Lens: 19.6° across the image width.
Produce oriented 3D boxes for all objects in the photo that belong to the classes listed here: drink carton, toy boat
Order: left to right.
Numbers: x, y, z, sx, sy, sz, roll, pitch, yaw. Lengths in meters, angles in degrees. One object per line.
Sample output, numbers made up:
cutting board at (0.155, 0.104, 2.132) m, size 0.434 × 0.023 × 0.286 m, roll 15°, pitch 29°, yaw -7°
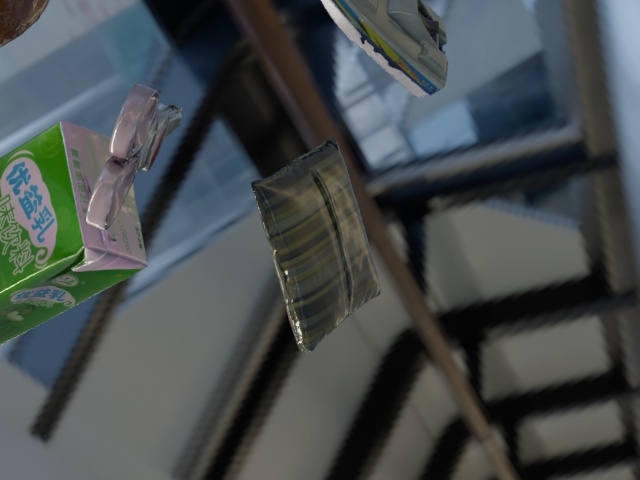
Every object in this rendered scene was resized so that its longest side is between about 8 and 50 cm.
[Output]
drink carton at (-0.323, 0.000, 1.990) m, size 0.108 × 0.271 × 0.161 m, roll 19°, pitch -129°, yaw -52°
toy boat at (0.065, -0.312, 2.418) m, size 0.295 × 0.088 × 0.129 m, roll 39°, pitch -143°, yaw -35°

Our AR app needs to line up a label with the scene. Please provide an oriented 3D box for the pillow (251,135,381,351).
pillow at (0.000, 0.000, 2.198) m, size 0.208 × 0.052 × 0.212 m, roll -35°, pitch -69°, yaw -56°

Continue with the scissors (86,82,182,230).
scissors at (-0.146, -0.083, 1.522) m, size 0.030 × 0.118 × 0.242 m, roll 21°, pitch -167°, yaw 0°

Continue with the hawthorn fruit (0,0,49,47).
hawthorn fruit at (-0.558, -0.450, 2.471) m, size 0.472 × 0.472 × 0.472 m, roll 59°, pitch 180°, yaw 0°
